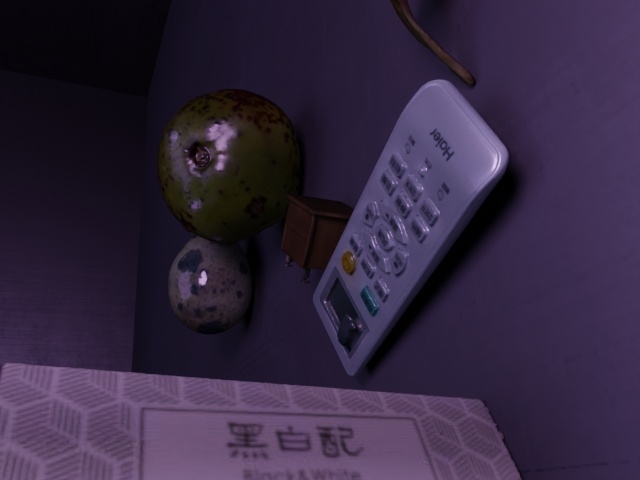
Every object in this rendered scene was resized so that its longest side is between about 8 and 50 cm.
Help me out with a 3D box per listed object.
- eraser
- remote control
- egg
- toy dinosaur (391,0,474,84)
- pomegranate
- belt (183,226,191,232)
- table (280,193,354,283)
[{"bbox_3d":[-0.067,0.144,0.343,0.098,0.403,0.096,-107,36,-47],"label":"eraser"},{"bbox_3d":[0.067,0.005,0.512,0.103,0.051,0.293,63,143,32],"label":"remote control"},{"bbox_3d":[-0.185,0.067,0.970,0.141,0.141,0.182,143,130,-60],"label":"egg"},{"bbox_3d":[0.114,-0.305,0.452,0.207,0.112,0.328,83,-162,-76],"label":"toy dinosaur"},{"bbox_3d":[-0.118,-0.109,0.840,0.248,0.214,0.215,-24,-55,-74],"label":"pomegranate"},{"bbox_3d":[-0.198,-0.145,1.095,0.228,0.115,0.324,-68,29,28],"label":"belt"},{"bbox_3d":[0.000,0.000,0.645,0.083,0.070,0.082,-144,63,-63],"label":"table"}]
